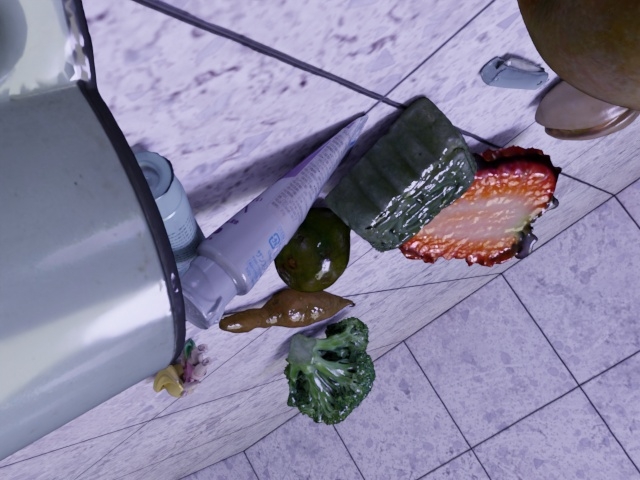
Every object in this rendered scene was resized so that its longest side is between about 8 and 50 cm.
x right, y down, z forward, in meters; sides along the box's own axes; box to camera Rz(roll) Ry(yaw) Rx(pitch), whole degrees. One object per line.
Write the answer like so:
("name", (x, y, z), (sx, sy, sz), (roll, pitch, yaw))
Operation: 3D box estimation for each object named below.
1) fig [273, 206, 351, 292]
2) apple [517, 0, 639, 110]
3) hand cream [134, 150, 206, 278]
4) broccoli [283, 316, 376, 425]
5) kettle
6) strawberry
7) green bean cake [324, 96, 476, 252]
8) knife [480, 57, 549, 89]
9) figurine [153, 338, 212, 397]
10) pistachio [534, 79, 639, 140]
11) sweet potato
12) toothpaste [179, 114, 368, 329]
("fig", (0.000, 0.000, 0.997), (0.117, 0.117, 0.177), (-42, -177, 31))
("apple", (0.290, -0.228, 0.568), (0.234, 0.257, 0.257), (-9, 156, -20))
("hand cream", (-0.157, 0.000, 0.763), (0.085, 0.058, 0.331), (-30, 164, -11))
("broccoli", (0.014, 0.309, 1.723), (0.269, 0.261, 0.241), (2, 156, 34))
("kettle", (-0.281, 0.004, 0.335), (0.376, 0.250, 0.361), (-25, 134, -30))
("strawberry", (0.241, -0.075, 1.195), (0.306, 0.138, 0.233), (5, 128, -23))
("green bean cake", (0.110, -0.073, 0.925), (0.185, 0.094, 0.183), (-42, 162, 7))
("knife", (0.261, -0.220, 0.936), (0.162, 0.023, 0.044), (-11, 149, -50))
("figurine", (-0.243, 0.233, 1.273), (0.083, 0.083, 0.187), (-19, 166, -36))
("pistachio", (0.419, -0.219, 1.080), (0.185, 0.124, 0.124), (-22, 170, 29))
("sweet potato", (-0.065, 0.124, 1.266), (0.269, 0.075, 0.075), (-8, 153, -31))
("toothpaste", (-0.049, -0.029, 0.789), (0.299, 0.073, 0.114), (-47, 172, -28))
